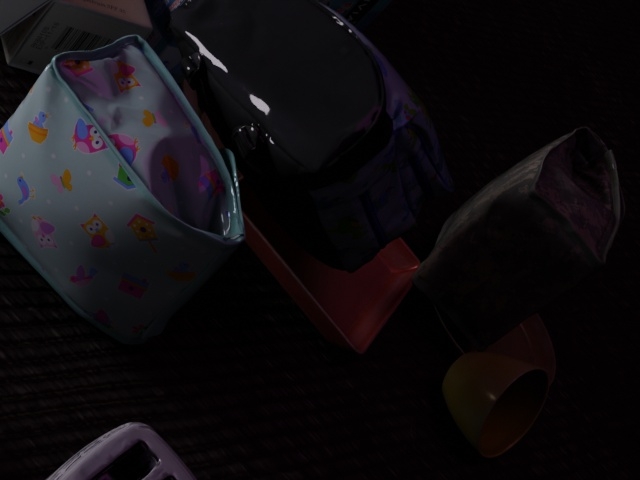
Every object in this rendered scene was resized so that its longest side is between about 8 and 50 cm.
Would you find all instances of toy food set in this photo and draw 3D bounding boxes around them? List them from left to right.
[{"bbox_3d":[-0.120,-0.116,1.778,0.192,0.038,0.132,31,40,-41],"label":"toy food set"}]

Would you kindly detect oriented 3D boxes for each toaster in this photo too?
[{"bbox_3d":[-0.202,0.255,1.180,0.129,0.146,0.227,49,33,5],"label":"toaster"}]

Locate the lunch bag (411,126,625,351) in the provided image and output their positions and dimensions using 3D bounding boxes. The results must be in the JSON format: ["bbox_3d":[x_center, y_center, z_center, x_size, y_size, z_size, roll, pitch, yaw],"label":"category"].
[{"bbox_3d":[0.284,-0.018,1.875,0.169,0.235,0.287,46,34,-7],"label":"lunch bag"}]

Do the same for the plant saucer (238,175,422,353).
[{"bbox_3d":[0.000,0.000,1.753,0.259,0.047,0.258,50,33,-5],"label":"plant saucer"}]

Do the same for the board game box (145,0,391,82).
[{"bbox_3d":[-0.068,-0.313,1.839,0.336,0.254,0.079,-4,59,-50],"label":"board game box"}]

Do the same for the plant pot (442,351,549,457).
[{"bbox_3d":[0.212,0.194,1.747,0.095,0.134,0.134,36,24,34],"label":"plant pot"}]

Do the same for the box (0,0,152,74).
[{"bbox_3d":[-0.329,-0.352,1.707,0.148,0.121,0.311,10,48,-41],"label":"box"}]

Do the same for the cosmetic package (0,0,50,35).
[{"bbox_3d":[-0.436,-0.388,1.560,0.309,0.113,0.160,58,5,27],"label":"cosmetic package"}]

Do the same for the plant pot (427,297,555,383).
[{"bbox_3d":[0.233,0.120,1.921,0.236,0.032,0.236,29,37,-24],"label":"plant pot"}]

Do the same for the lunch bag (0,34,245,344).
[{"bbox_3d":[-0.208,-0.042,1.420,0.262,0.223,0.160,52,38,6],"label":"lunch bag"}]

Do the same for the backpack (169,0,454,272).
[{"bbox_3d":[0.010,-0.112,1.548,0.273,0.355,0.290,-32,57,-16],"label":"backpack"}]
